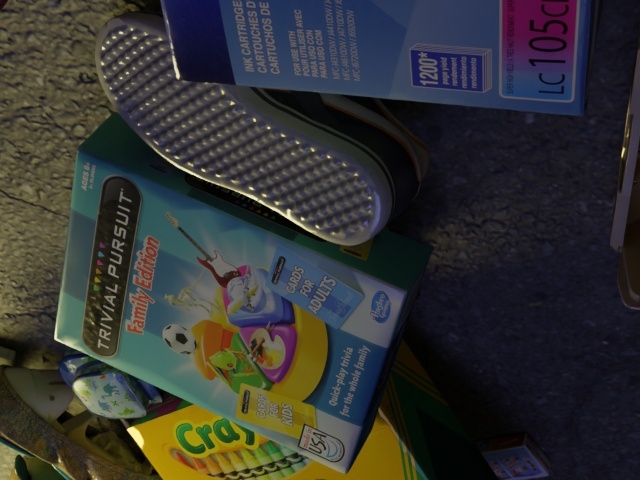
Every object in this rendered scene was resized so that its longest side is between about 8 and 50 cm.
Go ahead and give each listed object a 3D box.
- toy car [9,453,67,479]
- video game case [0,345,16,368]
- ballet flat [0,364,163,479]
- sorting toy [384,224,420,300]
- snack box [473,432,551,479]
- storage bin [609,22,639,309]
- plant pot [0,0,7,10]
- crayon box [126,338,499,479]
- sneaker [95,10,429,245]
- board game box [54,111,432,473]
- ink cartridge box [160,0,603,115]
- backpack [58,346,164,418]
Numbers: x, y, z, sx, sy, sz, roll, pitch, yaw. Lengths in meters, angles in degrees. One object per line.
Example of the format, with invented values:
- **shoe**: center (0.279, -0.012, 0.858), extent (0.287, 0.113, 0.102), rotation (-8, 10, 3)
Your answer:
- **toy car**: center (-0.342, 0.322, 1.878), extent (0.149, 0.155, 0.188), rotation (0, 125, 19)
- **video game case**: center (-0.456, 0.166, 1.825), extent (0.143, 0.019, 0.157), rotation (17, 141, -1)
- **ballet flat**: center (-0.316, 0.227, 1.783), extent (0.123, 0.123, 0.348), rotation (-21, 129, 36)
- **sorting toy**: center (0.000, 0.000, 1.462), extent (0.132, 0.046, 0.274), rotation (-6, 136, 25)
- **snack box**: center (0.180, 0.268, 1.726), extent (0.178, 0.022, 0.064), rotation (-15, 130, 32)
- **storage bin**: center (0.383, -0.056, 1.210), extent (0.260, 0.123, 0.262), rotation (7, 140, 10)
- **plant pot**: center (-0.358, -0.286, 1.110), extent (0.265, 0.272, 0.272), rotation (32, 138, -30)
- **crayon box**: center (0.001, 0.269, 1.641), extent (0.363, 0.106, 0.313), rotation (-24, 106, 40)
- **sneaker**: center (-0.050, -0.111, 1.299), extent (0.321, 0.127, 0.126), rotation (34, 128, 17)
- **board game box**: center (-0.086, 0.055, 1.411), extent (0.336, 0.079, 0.253), rotation (23, 130, 10)
- **ink cartridge box**: center (0.016, -0.251, 1.095), extent (0.396, 0.151, 0.270), rotation (7, 139, 13)
- **backpack**: center (-0.245, 0.155, 1.691), extent (0.114, 0.084, 0.105), rotation (-6, 133, 28)
